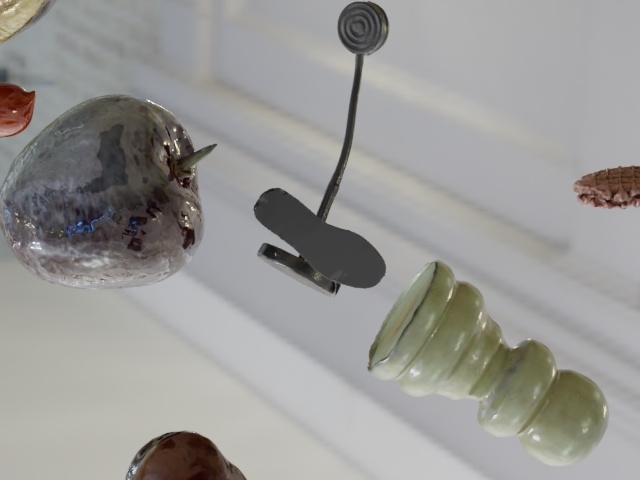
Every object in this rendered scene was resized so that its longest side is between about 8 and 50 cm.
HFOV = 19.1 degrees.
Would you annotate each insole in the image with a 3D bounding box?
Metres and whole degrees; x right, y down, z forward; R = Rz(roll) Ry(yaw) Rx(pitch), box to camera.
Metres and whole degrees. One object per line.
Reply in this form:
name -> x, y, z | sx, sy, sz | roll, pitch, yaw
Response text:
insole -> 0.000, 0.000, 2.131 | 0.188, 0.064, 0.004 | 35, -170, -28

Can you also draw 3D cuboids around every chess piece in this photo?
chess piece -> 0.242, 0.185, 2.570 | 0.330, 0.182, 0.182 | 33, -162, -7

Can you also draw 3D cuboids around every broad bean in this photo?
broad bean -> -0.135, 0.318, 2.048 | 0.156, 0.228, 0.122 | -26, -171, -24

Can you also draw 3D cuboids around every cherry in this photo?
cherry -> -0.261, -0.059, 2.376 | 0.296, 0.218, 0.255 | -16, -119, 6

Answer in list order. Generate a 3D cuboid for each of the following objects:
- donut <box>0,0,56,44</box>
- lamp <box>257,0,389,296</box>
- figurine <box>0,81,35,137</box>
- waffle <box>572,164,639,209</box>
donut -> -0.321, -0.361, 2.047 | 0.160, 0.330, 0.330 | 30, -165, -12
lamp -> 0.012, -0.112, 2.359 | 0.130, 0.371, 0.108 | 25, -165, 31
figurine -> -0.385, -0.143, 2.113 | 0.140, 0.068, 0.075 | -14, 170, -9
waffle -> 0.266, -0.047, 1.689 | 0.083, 0.029, 0.075 | -21, -159, -41
